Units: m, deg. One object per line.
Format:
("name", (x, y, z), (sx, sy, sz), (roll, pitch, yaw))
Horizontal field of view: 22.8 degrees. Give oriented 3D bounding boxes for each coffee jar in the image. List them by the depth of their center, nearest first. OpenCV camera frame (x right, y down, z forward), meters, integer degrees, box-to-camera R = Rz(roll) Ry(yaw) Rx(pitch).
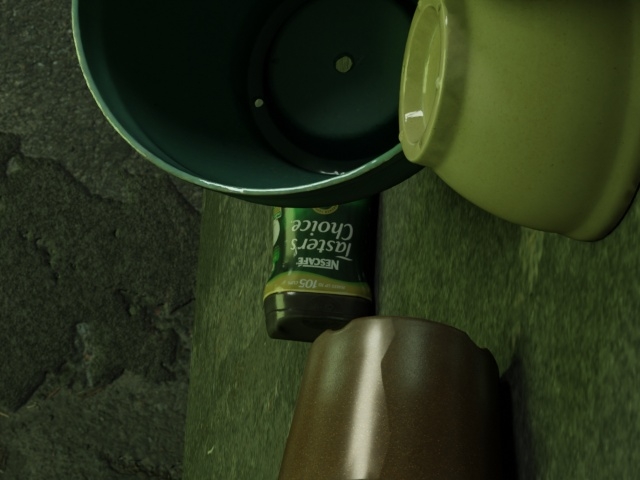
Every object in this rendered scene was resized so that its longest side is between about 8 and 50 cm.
("coffee jar", (0.000, 0.000, 1.408), (0.079, 0.096, 0.184), (123, 150, -73))

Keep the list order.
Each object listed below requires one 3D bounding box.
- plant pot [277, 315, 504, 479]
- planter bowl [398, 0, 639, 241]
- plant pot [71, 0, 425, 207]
("plant pot", (0.042, 0.146, 0.970), (0.167, 0.167, 0.165), (111, 169, -54))
("planter bowl", (0.105, -0.085, 0.869), (0.162, 0.109, 0.162), (-174, 90, -80))
("plant pot", (-0.001, -0.149, 1.108), (0.196, 0.293, 0.293), (42, -130, -70))
